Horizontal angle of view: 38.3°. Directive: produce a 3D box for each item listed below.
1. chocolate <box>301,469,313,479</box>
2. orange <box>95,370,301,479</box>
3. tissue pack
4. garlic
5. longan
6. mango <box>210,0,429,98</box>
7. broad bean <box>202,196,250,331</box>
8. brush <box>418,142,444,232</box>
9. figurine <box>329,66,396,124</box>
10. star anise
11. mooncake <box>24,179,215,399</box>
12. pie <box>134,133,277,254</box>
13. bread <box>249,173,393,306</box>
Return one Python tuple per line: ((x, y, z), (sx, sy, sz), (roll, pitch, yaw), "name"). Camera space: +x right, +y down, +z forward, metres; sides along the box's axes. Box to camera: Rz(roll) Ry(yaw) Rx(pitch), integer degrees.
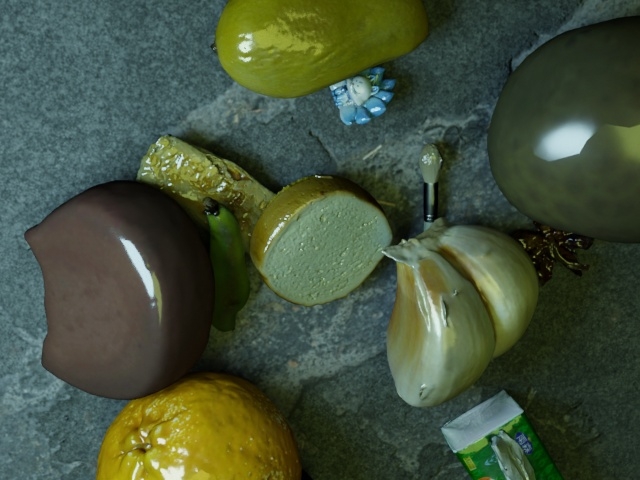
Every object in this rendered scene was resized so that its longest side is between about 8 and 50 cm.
((-0.163, 0.522, 1.672), (0.343, 0.126, 0.148), (-43, 70, 9), "chocolate")
((-0.204, 0.371, 1.487), (0.341, 0.340, 0.293), (-35, 135, 4), "orange")
((0.347, 0.414, 1.684), (0.148, 0.156, 0.209), (-32, 108, 0), "tissue pack")
((0.222, 0.127, 1.540), (0.249, 0.286, 0.313), (6, 118, 30), "garlic")
((0.466, -0.163, 1.424), (0.405, 0.336, 0.404), (-1, 145, -1), "longan")
((-0.004, -0.334, 1.401), (0.332, 0.142, 0.195), (-23, 108, -8), "mango")
((-0.158, 0.035, 1.499), (0.075, 0.067, 0.325), (-34, 140, -32), "broad bean")
((0.192, -0.022, 1.580), (0.042, 0.039, 0.299), (-6, 110, -7), "brush")
((0.072, -0.239, 1.469), (0.114, 0.079, 0.114), (-5, 66, 11), "figurine")
((0.402, 0.001, 1.610), (0.168, 0.057, 0.167), (0, 101, -1), "star anise")
((-0.315, 0.085, 1.443), (0.334, 0.174, 0.325), (-30, 91, 33), "mooncake")
((-0.161, -0.070, 1.495), (0.282, 0.068, 0.128), (32, 106, -21), "pie")
((0.000, 0.000, 1.514), (0.236, 0.070, 0.236), (-13, 124, -19), "bread")
